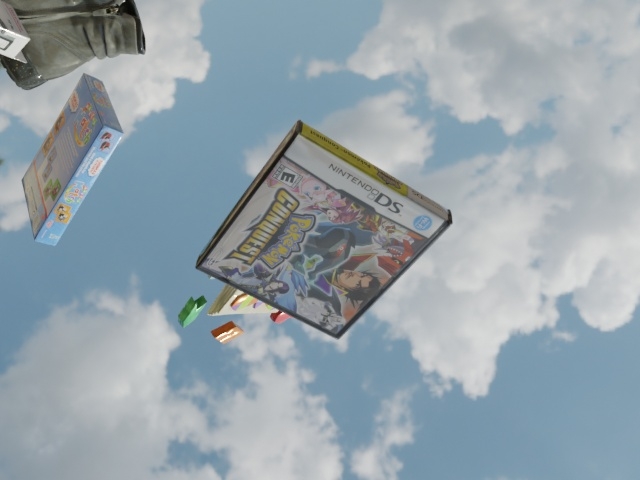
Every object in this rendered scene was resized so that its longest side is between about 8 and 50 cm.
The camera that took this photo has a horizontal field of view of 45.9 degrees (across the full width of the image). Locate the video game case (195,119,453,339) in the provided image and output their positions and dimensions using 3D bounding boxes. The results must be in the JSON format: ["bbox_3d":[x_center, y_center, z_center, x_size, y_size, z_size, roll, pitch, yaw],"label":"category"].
[{"bbox_3d":[0.000,0.000,1.044,0.248,0.275,0.035,28,-146,-18],"label":"video game case"}]

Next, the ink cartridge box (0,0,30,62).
[{"bbox_3d":[-0.298,-0.197,0.684,0.028,0.083,0.048,-39,-111,17],"label":"ink cartridge box"}]

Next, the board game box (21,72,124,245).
[{"bbox_3d":[-0.375,-0.122,1.127,0.039,0.211,0.160,20,-153,-40],"label":"board game box"}]

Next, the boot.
[{"bbox_3d":[-0.290,-0.285,0.778,0.161,0.246,0.083,-20,-143,7],"label":"boot"}]

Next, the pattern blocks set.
[{"bbox_3d":[-0.096,0.080,1.314,0.324,0.285,0.026,-11,-128,-45],"label":"pattern blocks set"}]
